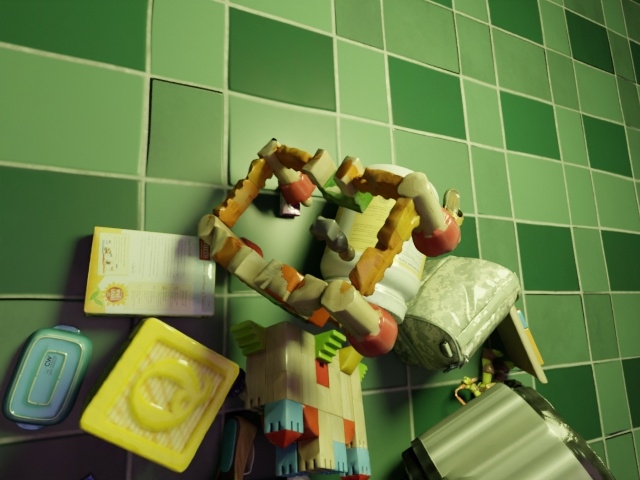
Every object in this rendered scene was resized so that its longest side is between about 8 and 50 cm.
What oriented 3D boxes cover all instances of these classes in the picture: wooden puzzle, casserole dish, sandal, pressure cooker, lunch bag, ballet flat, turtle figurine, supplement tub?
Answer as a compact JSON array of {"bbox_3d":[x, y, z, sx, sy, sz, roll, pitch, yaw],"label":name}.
[{"bbox_3d":[0.554,0.270,1.190,0.044,0.238,0.221,-22,86,5],"label":"wooden puzzle"},{"bbox_3d":[-0.492,0.246,0.758,0.114,0.037,0.188,20,70,-23],"label":"casserole dish"},{"bbox_3d":[0.411,-0.079,1.282,0.072,0.049,0.180,15,73,-24],"label":"sandal"},{"bbox_3d":[0.381,0.568,0.932,0.420,0.375,0.370,-32,94,-2],"label":"pressure cooker"},{"bbox_3d":[0.331,0.184,1.070,0.305,0.256,0.213,-35,96,-28],"label":"lunch bag"},{"bbox_3d":[-0.171,0.476,0.833,0.073,0.080,0.232,35,50,-33],"label":"ballet flat"},{"bbox_3d":[0.494,0.439,1.198,0.269,0.087,0.217,35,58,-7],"label":"turtle figurine"},{"bbox_3d":[0.138,0.012,1.014,0.241,0.241,0.331,26,69,-20],"label":"supplement tub"}]

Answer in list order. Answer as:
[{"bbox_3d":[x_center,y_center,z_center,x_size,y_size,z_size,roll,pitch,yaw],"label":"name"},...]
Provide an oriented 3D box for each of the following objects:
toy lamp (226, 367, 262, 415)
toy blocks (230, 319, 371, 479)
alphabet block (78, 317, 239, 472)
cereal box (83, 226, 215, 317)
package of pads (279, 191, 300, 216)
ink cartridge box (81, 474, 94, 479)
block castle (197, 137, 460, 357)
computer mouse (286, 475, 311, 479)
[{"bbox_3d":[-0.092,0.388,0.912,0.275,0.080,0.080,45,63,-13],"label":"toy lamp"},{"bbox_3d":[-0.020,0.337,0.828,0.381,0.190,0.261,41,35,-44],"label":"toy blocks"},{"bbox_3d":[-0.294,0.266,0.764,0.192,0.197,0.193,34,67,-17],"label":"alphabet block"},{"bbox_3d":[-0.338,0.070,0.855,0.240,0.047,0.173,7,67,-26],"label":"cereal box"},{"bbox_3d":[-0.076,-0.102,1.046,0.050,0.032,0.083,4,77,-24],"label":"package of pads"},{"bbox_3d":[-0.491,0.567,0.680,0.311,0.065,0.186,-28,93,-31],"label":"ink cartridge box"},{"bbox_3d":[0.000,0.000,0.818,0.303,0.453,0.213,-55,139,-14],"label":"block castle"},{"bbox_3d":[-0.024,0.588,0.902,0.106,0.042,0.193,-4,75,-70],"label":"computer mouse"}]
